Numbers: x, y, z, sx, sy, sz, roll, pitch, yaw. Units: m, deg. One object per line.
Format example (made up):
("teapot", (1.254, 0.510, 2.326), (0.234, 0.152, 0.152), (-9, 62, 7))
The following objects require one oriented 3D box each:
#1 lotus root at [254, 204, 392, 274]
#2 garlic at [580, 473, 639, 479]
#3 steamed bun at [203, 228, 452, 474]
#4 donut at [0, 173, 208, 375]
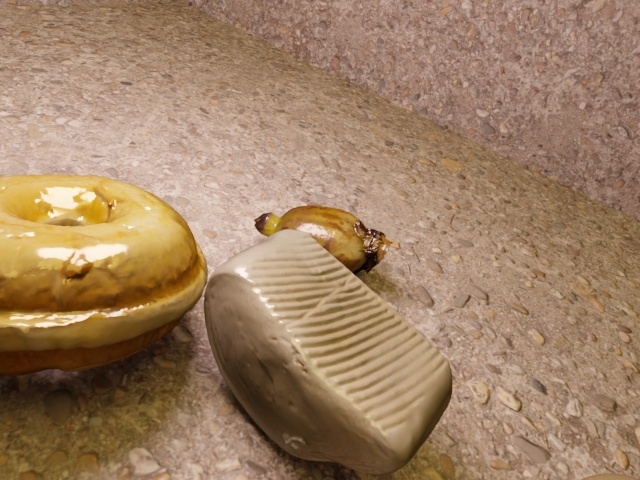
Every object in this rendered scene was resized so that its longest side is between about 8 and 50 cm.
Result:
("lotus root", (0.000, 0.000, 0.987), (0.314, 0.141, 0.169), (15, 34, 8))
("garlic", (0.397, 0.464, 0.570), (0.249, 0.286, 0.313), (52, 26, -37))
("steamed bun", (-0.009, 0.182, 0.687), (0.383, 0.236, 0.247), (42, 38, 16))
("donut", (-0.390, 0.029, 0.662), (0.448, 0.198, 0.449), (12, 20, -4))
